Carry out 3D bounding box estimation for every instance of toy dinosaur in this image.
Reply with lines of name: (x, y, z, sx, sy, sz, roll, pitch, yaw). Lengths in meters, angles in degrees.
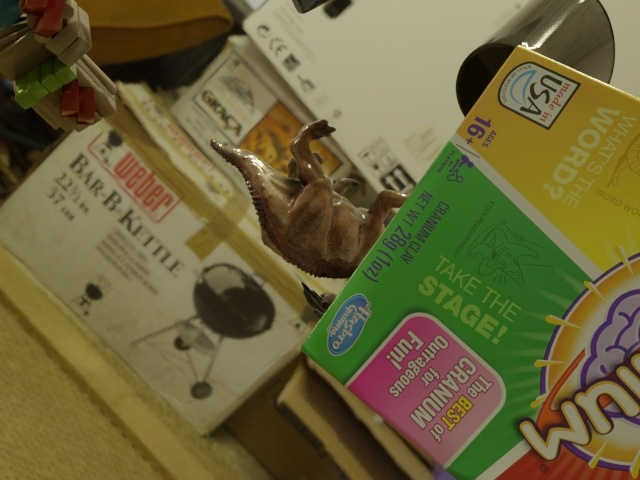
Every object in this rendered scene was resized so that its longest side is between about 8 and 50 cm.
toy dinosaur: (0.000, 0.000, 0.886, 0.296, 0.200, 0.127, 32, -19, -25)

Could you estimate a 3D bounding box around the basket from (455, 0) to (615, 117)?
basket: (0.293, -0.234, 1.114, 0.154, 0.204, 0.227, 10, 28, 35)

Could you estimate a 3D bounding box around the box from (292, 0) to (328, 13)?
box: (0.056, -0.659, 1.096, 0.472, 0.480, 0.297, 63, 1, 13)

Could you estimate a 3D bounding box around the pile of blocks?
pile of blocks: (-0.352, -0.263, 0.985, 0.362, 0.149, 0.112, 86, -12, -45)

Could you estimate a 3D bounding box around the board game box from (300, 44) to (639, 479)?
board game box: (0.177, 0.059, 0.450, 0.316, 0.242, 0.064, 35, 0, 32)
